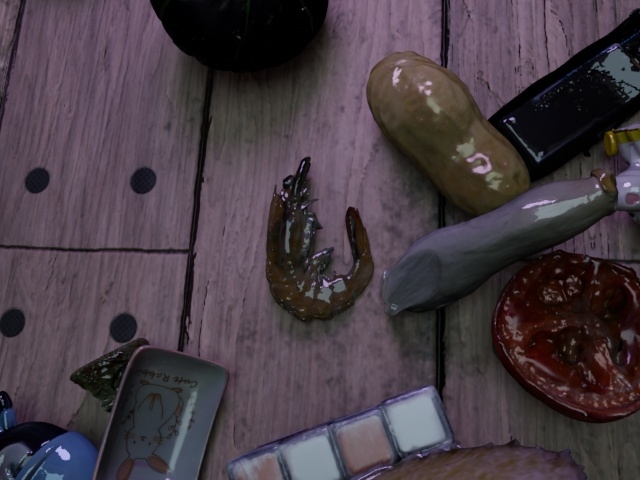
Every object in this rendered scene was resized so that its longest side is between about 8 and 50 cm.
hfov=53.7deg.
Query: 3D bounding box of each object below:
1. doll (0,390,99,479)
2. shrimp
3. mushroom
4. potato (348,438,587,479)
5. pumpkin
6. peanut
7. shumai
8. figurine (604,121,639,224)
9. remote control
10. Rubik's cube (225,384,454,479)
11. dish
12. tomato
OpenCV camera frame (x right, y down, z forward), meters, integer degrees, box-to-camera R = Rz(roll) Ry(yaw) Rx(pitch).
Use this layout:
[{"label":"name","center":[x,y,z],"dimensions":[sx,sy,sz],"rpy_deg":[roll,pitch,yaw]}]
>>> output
[{"label":"doll","center":[-0.429,0.338,0.914],"dimensions":[0.314,0.141,0.177],"rpy_deg":[23,94,19]},{"label":"shrimp","center":[0.000,0.000,0.971],"dimensions":[0.173,0.058,0.253],"rpy_deg":[8,81,4]},{"label":"mushroom","center":[0.226,0.006,0.845],"dimensions":[0.351,0.109,0.097],"rpy_deg":[-30,58,35]},{"label":"potato","center":[0.109,0.342,0.516],"dimensions":[0.288,0.300,0.237],"rpy_deg":[-21,94,37]},{"label":"pumpkin","center":[-0.137,-0.404,1.021],"dimensions":[0.295,0.296,0.296],"rpy_deg":[-2,75,9]},{"label":"peanut","center":[0.182,-0.155,0.926],"dimensions":[0.147,0.147,0.319],"rpy_deg":[-37,73,-1]},{"label":"shumai","center":[-0.305,0.210,0.956],"dimensions":[0.123,0.099,0.087],"rpy_deg":[-28,89,5]},{"label":"figurine","center":[0.458,-0.083,0.882],"dimensions":[0.129,0.109,0.178],"rpy_deg":[10,81,-33]},{"label":"remote control","center":[0.442,-0.242,0.947],"dimensions":[0.398,0.062,0.145],"rpy_deg":[-36,73,0]},{"label":"Rubik's cube","center":[0.065,0.336,0.765],"dimensions":[0.253,0.256,0.259],"rpy_deg":[-19,75,4]},{"label":"dish","center":[-0.235,0.264,0.912],"dimensions":[0.151,0.077,0.213],"rpy_deg":[21,77,-29]},{"label":"tomato","center":[0.342,0.131,0.854],"dimensions":[0.227,0.101,0.228],"rpy_deg":[-1,70,2]}]
